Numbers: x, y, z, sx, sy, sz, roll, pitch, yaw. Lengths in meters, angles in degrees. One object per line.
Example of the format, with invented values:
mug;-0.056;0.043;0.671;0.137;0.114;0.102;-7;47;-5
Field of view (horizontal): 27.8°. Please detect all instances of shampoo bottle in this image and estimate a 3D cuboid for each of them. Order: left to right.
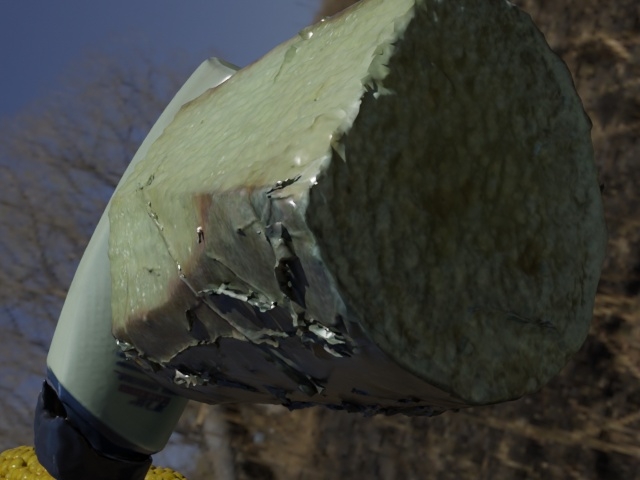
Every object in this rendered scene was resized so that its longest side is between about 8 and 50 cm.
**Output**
shampoo bottle;-0.128;0.032;1.036;0.359;0.134;0.078;-63;34;9

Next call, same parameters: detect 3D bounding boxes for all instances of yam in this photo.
yam;0.004;0.001;0.674;0.271;0.201;0.202;-7;42;51

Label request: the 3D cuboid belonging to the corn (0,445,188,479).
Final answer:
corn;-0.235;0.274;1.321;0.119;0.322;0.119;-13;-74;-55
